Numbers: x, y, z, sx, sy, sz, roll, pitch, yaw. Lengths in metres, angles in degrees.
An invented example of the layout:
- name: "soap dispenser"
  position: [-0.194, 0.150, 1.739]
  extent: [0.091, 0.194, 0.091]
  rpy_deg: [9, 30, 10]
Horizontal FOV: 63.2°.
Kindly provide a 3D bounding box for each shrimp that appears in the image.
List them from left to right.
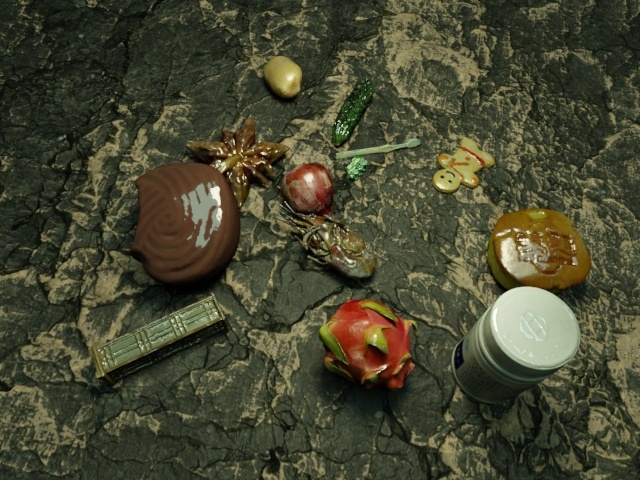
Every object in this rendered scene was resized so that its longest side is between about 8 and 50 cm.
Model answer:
- name: "shrimp"
  position: [0.002, -0.001, 1.444]
  extent: [0.343, 0.116, 0.145]
  rpy_deg: [31, 62, 7]

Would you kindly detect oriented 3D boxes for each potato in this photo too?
- name: "potato"
  position: [-0.124, -0.551, 1.750]
  extent: [0.109, 0.118, 0.178]
  rpy_deg: [5, 38, -41]

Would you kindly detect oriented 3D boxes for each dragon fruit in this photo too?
- name: "dragon fruit"
  position: [0.117, 0.253, 1.259]
  extent: [0.227, 0.224, 0.224]
  rpy_deg: [25, 62, 28]

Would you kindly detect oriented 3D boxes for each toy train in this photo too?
- name: "toy train"
  position: [0.109, -0.227, 1.626]
  extent: [0.053, 0.033, 0.083]
  rpy_deg: [35, 65, 20]

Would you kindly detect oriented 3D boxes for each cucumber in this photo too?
- name: "cucumber"
  position: [0.100, -0.421, 1.708]
  extent: [0.077, 0.077, 0.265]
  rpy_deg: [25, 61, 10]

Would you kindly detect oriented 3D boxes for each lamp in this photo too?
- name: "lamp"
  position: [-0.397, 0.246, 1.302]
  extent: [0.325, 0.090, 0.089]
  rpy_deg: [-23, 64, -17]

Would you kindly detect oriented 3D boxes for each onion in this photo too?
- name: "onion"
  position: [-0.023, -0.129, 1.504]
  extent: [0.159, 0.159, 0.195]
  rpy_deg: [-32, 90, -19]

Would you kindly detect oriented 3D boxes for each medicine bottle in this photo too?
- name: "medicine bottle"
  position: [0.437, 0.252, 1.208]
  extent: [0.190, 0.332, 0.190]
  rpy_deg: [1, 61, -3]

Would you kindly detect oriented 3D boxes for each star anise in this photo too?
- name: "star anise"
  position: [-0.256, -0.237, 1.568]
  extent: [0.349, 0.109, 0.292]
  rpy_deg: [-25, 61, -15]

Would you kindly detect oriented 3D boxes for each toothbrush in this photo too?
- name: "toothbrush"
  position: [0.184, -0.292, 1.670]
  extent: [0.294, 0.026, 0.028]
  rpy_deg: [-13, 44, -11]

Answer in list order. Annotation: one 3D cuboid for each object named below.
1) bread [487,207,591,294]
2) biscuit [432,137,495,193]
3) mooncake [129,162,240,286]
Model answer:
- name: "bread"
  position: [0.598, 0.035, 1.443]
  extent: [0.270, 0.148, 0.270]
  rpy_deg: [1, 61, -2]
- name: "biscuit"
  position: [0.446, -0.230, 1.650]
  extent: [0.234, 0.030, 0.153]
  rpy_deg: [-38, 68, -22]
- name: "mooncake"
  position: [-0.368, -0.055, 1.381]
  extent: [0.334, 0.174, 0.326]
  rpy_deg: [35, 84, 8]
